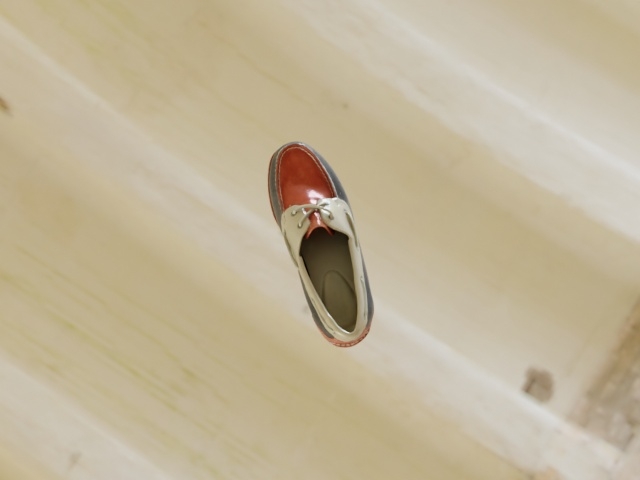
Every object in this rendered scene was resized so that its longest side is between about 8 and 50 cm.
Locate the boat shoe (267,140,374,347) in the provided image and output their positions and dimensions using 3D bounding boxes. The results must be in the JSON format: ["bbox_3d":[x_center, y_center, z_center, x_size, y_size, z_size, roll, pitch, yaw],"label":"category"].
[{"bbox_3d":[0.000,0.000,0.868,0.049,0.137,0.043,-16,-11,-1],"label":"boat shoe"}]
